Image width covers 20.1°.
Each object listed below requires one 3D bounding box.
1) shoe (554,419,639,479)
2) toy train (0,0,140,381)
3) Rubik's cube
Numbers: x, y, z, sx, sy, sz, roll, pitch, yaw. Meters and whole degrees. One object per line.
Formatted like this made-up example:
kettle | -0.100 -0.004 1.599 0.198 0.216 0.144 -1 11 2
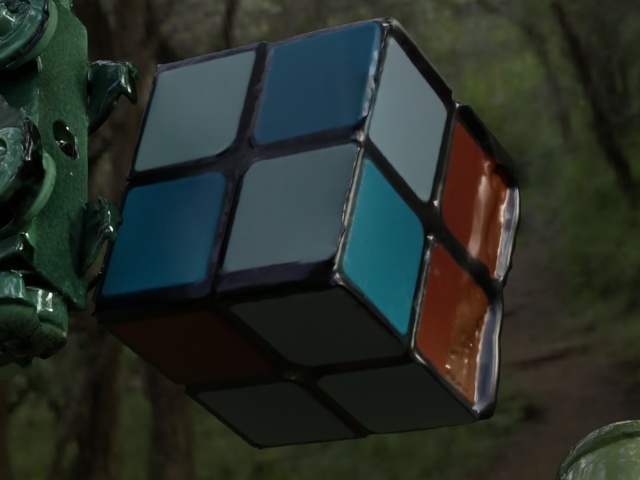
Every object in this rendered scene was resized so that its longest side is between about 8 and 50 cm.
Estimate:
shoe | 0.230 0.227 1.209 0.140 0.262 0.128 -10 -36 8
toy train | -0.191 -0.042 1.019 0.154 0.269 0.115 -24 -42 21
Rubik's cube | -0.001 0.000 1.041 0.167 0.183 0.180 -11 -35 31
